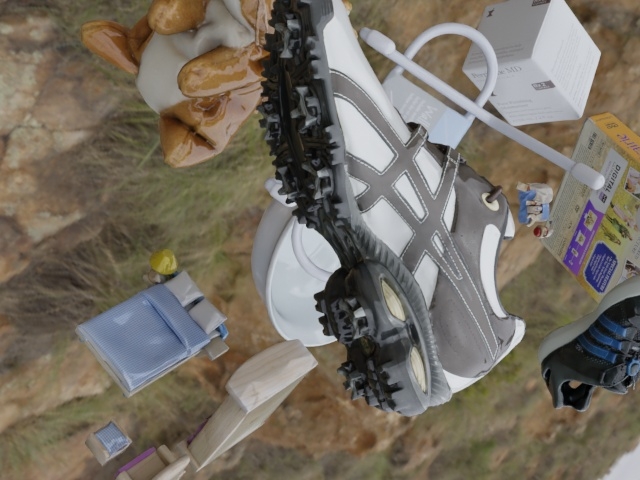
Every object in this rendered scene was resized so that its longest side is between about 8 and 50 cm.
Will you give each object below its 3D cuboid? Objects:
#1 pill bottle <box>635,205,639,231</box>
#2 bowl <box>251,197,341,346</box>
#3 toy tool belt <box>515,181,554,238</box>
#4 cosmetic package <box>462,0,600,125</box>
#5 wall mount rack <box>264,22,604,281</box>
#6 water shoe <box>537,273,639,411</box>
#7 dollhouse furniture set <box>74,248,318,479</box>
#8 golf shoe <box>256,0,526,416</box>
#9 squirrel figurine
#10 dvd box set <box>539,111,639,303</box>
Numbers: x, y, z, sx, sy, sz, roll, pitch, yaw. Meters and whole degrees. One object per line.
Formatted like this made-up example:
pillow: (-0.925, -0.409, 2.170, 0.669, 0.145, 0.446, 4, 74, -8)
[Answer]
pill bottle: (0.542, 0.051, 1.061, 0.169, 0.301, 0.169, -9, 135, -9)
bowl: (0.000, 0.000, 1.223, 0.298, 0.134, 0.298, -26, 133, -32)
toy tool belt: (0.305, -0.044, 1.179, 0.051, 0.052, 0.083, -1, 88, -27)
cosmetic package: (0.382, -0.323, 1.460, 0.183, 0.151, 0.151, 36, 67, -36)
wall mount rack: (0.119, -0.065, 0.915, 0.350, 0.304, 0.130, -57, 178, 11)
water shoe: (0.277, 0.097, 0.735, 0.073, 0.080, 0.203, 7, 149, -18)
dollhouse furniture set: (-0.214, 0.150, 1.111, 0.286, 0.303, 0.198, -28, 161, -44)
golf shoe: (0.033, -0.024, 0.368, 0.094, 0.198, 0.077, -19, -171, -18)
squirrel figurine: (-0.108, -0.343, 1.314, 0.370, 0.281, 0.397, -39, 167, 34)
dvd box set: (0.559, 0.023, 1.374, 0.062, 0.420, 0.308, -17, 139, -22)
